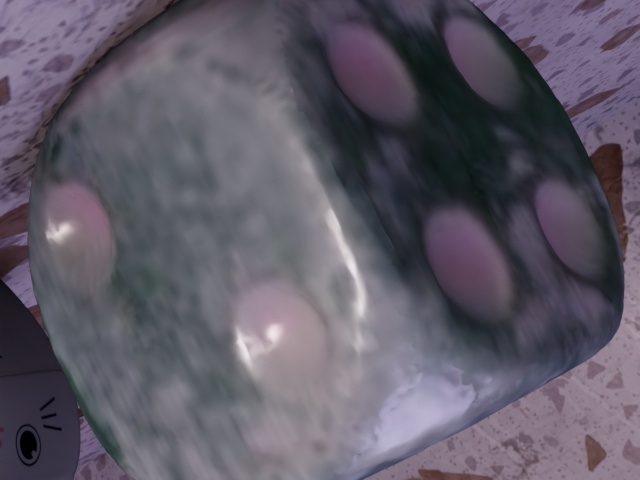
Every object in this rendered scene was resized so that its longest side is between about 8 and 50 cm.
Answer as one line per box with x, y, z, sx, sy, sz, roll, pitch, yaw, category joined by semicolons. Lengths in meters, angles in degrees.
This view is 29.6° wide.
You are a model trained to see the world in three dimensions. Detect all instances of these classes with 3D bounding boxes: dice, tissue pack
0.000;0.000;0.930;0.330;0.348;0.328;-32;170;39;dice
-0.361;0.171;1.007;0.229;0.236;0.333;-34;167;21;tissue pack
